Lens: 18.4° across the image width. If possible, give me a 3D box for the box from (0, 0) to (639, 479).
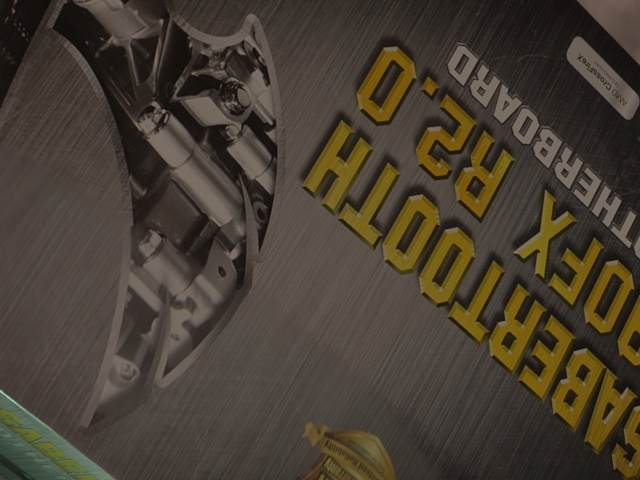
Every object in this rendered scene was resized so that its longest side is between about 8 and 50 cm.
[{"bbox_3d":[0.000,0.000,0.489,0.231,0.056,0.183,42,62,-22],"label":"box"}]
